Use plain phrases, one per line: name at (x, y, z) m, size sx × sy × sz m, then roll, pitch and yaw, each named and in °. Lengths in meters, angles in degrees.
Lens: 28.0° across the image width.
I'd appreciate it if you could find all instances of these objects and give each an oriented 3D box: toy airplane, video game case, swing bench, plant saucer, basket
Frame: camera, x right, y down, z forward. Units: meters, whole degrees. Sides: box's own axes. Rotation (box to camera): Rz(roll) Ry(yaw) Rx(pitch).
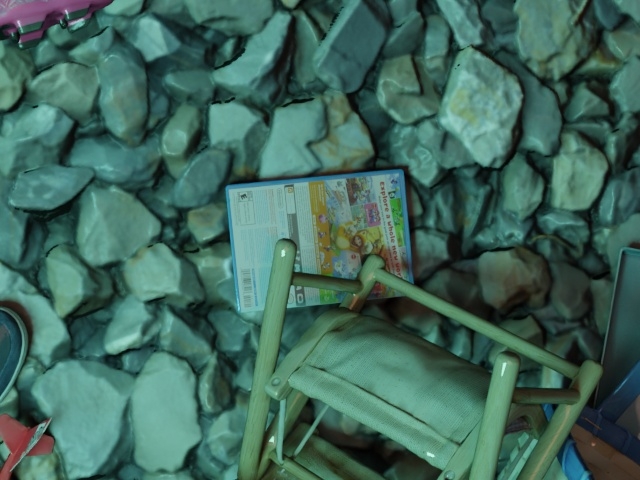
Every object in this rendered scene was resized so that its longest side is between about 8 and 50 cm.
toy airplane at (-0.288, 0.219, 1.147) m, size 0.151 × 0.028 × 0.151 m, roll -12°, pitch 110°, yaw -36°
video game case at (0.000, 0.000, 1.192) m, size 0.166 × 0.015 × 0.119 m, roll -6°, pitch 92°, yaw -4°
swing bench at (0.053, 0.165, 1.066) m, size 0.253 × 0.165 × 0.255 m, roll 27°, pitch 99°, yaw 36°
plant saucer at (0.299, 0.105, 1.220) m, size 0.067 × 0.018 × 0.192 m, roll 9°, pitch 90°, yaw -5°
basket at (0.284, 0.215, 1.098) m, size 0.201 × 0.255 × 0.289 m, roll 28°, pitch 114°, yaw -21°

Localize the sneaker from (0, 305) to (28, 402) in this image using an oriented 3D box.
sneaker at (-0.347, 0.149, 1.096) m, size 0.226 × 0.163 × 0.086 m, roll -44°, pitch 93°, yaw -4°

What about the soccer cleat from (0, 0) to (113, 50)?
soccer cleat at (-0.348, -0.222, 1.104) m, size 0.331 × 0.116 × 0.143 m, roll -14°, pitch 93°, yaw -4°
